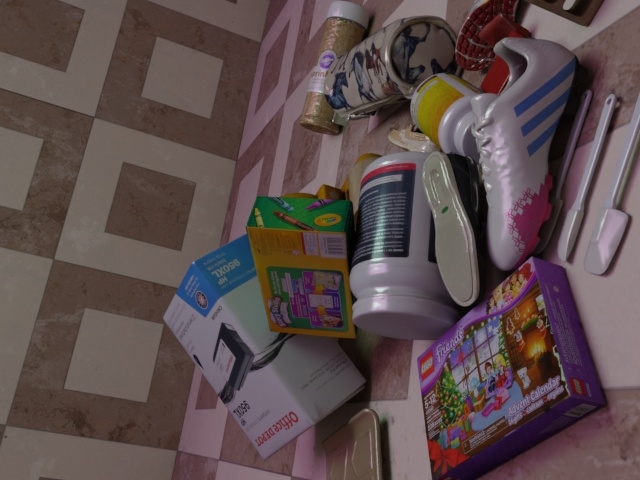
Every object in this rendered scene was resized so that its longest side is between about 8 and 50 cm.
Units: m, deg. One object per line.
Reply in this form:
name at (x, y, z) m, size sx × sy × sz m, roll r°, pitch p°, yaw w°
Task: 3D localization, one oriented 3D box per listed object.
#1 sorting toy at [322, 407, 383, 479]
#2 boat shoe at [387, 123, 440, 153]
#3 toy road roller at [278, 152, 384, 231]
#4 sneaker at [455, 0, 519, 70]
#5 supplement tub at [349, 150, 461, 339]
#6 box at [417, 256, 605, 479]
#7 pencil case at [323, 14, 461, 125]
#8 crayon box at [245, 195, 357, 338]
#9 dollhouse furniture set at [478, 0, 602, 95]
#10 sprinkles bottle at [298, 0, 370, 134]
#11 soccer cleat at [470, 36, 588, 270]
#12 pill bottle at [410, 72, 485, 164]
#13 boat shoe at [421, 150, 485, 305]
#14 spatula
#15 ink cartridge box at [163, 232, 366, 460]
sorting toy at (0.046, 0.479, 1.249) m, size 0.307 × 0.041 × 0.229 m, roll 127°, pitch 147°, yaw -46°
boat shoe at (0.194, -0.204, 1.329) m, size 0.170 × 0.063 × 0.059 m, roll 44°, pitch 114°, yaw 58°
toy road roller at (0.016, -0.036, 1.407) m, size 0.202 × 0.240 × 0.329 m, roll -94°, pitch 27°, yaw -43°
sneaker at (0.308, -0.404, 1.158) m, size 0.093 × 0.088 × 0.225 m, roll -68°, pitch 2°, yaw -66°
supplement tub at (0.149, 0.010, 1.084) m, size 0.191 × 0.191 × 0.272 m, roll 144°, pitch 138°, yaw -61°
box at (0.239, 0.187, 0.904) m, size 0.293 × 0.057 × 0.201 m, roll 125°, pitch 153°, yaw -44°
pencil case at (0.142, -0.357, 1.431) m, size 0.410 × 0.160 × 0.183 m, roll -170°, pitch 86°, yaw -71°
crayon box at (-0.021, 0.054, 1.159) m, size 0.081 × 0.165 × 0.278 m, roll -75°, pitch -16°, yaw -44°
dollhouse furniture set at (0.321, -0.409, 0.990) m, size 0.201 × 0.152 × 0.374 m, roll -103°, pitch 34°, yaw -54°
sprinkles bottle at (0.040, -0.482, 1.862) m, size 0.121 × 0.121 × 0.355 m, roll -166°, pitch 91°, yaw -71°
soccer cleat at (0.262, -0.127, 0.934) m, size 0.116 × 0.143 × 0.331 m, roll 164°, pitch 122°, yaw -81°
pill bottle at (0.237, -0.203, 1.116) m, size 0.215 × 0.117 × 0.117 m, roll -112°, pitch 42°, yaw -61°
boat shoe at (0.212, -0.020, 0.965) m, size 0.084 × 0.079 × 0.233 m, roll -35°, pitch 58°, yaw 56°
spatula at (0.354, -0.084, 0.863) m, size 0.168 × 0.019 × 0.242 m, roll -149°, pitch 76°, yaw -75°
ink cartridge box at (-0.129, 0.226, 1.388) m, size 0.395 × 0.166 × 0.285 m, roll 52°, pitch 142°, yaw 10°
